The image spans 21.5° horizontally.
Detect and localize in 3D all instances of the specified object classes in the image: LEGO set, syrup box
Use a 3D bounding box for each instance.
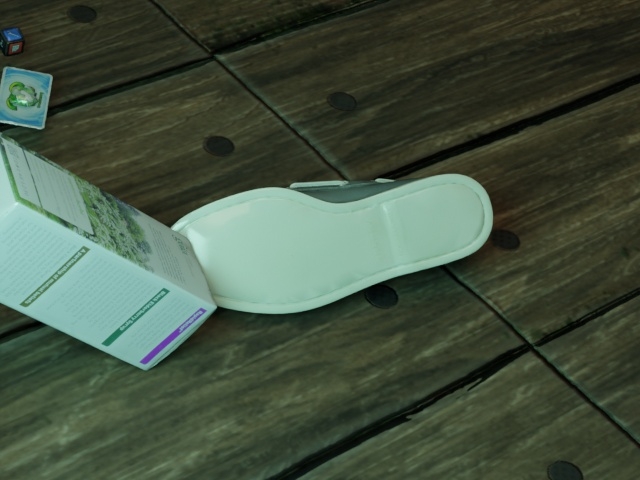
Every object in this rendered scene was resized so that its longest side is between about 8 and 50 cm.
[{"bbox_3d":[-0.359,-0.120,1.641,0.182,0.060,0.244,10,50,-10],"label":"LEGO set"},{"bbox_3d":[-0.204,0.013,1.395,0.237,0.096,0.093,32,24,-44],"label":"syrup box"}]

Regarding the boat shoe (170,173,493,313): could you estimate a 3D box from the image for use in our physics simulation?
[{"bbox_3d":[0.000,0.000,1.581,0.319,0.116,0.099,-10,3,-16],"label":"boat shoe"}]
